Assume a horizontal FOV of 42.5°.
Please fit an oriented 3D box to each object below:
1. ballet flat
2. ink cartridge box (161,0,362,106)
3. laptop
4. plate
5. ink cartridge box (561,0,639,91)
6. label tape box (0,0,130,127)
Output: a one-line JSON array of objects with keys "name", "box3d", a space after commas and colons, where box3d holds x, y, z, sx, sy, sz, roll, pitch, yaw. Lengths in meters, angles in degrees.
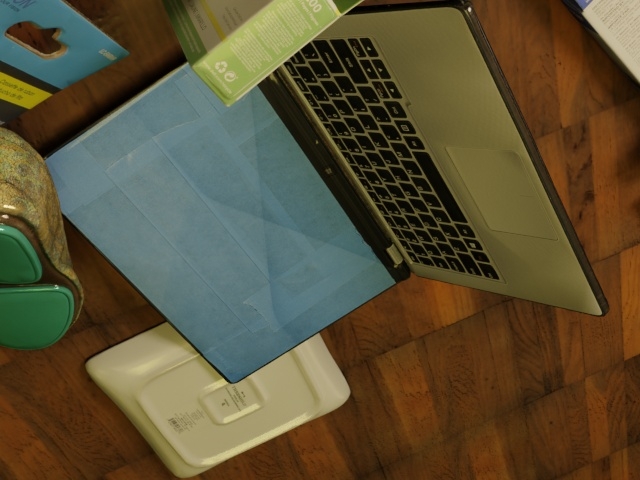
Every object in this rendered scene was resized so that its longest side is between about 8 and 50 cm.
[{"name": "ballet flat", "box3d": [-0.293, 0.006, 0.796, 0.123, 0.123, 0.348, -9, 158, -15]}, {"name": "ink cartridge box", "box3d": [-0.019, -0.234, 0.699, 0.235, 0.171, 0.056, -37, 129, 8]}, {"name": "laptop", "box3d": [0.000, 0.000, 0.809, 0.236, 0.408, 0.382, -54, 129, -22]}, {"name": "plate", "box3d": [-0.117, 0.193, 1.068, 0.278, 0.045, 0.277, -25, 131, -1]}, {"name": "ink cartridge box", "box3d": [0.393, -0.268, 0.903, 0.311, 0.065, 0.186, 30, 111, -38]}, {"name": "label tape box", "box3d": [-0.342, -0.124, 0.615, 0.334, 0.240, 0.105, -31, 88, 3]}]
